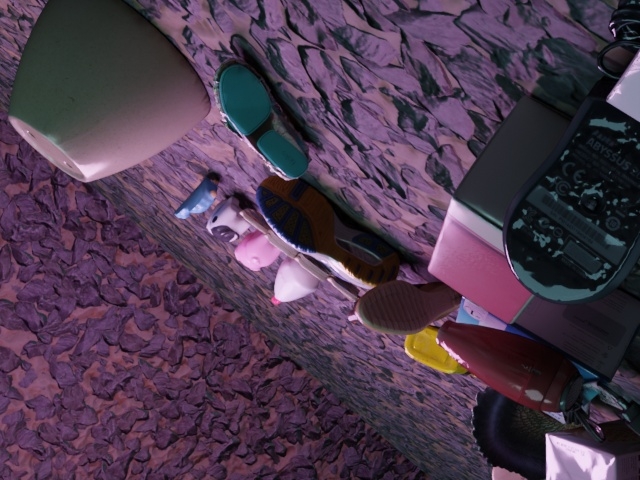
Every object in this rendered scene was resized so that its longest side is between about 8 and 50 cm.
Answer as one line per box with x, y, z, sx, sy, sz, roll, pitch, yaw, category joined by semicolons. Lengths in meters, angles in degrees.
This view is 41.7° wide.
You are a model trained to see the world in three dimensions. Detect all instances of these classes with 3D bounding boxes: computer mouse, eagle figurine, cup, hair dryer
0.264;-0.056;0.716;0.188;0.072;0.272;43;127;14;computer mouse
0.391;0.302;1.442;0.298;0.225;0.226;25;176;3;eagle figurine
-0.391;-0.241;1.448;0.331;0.237;0.331;33;164;11;cup
0.278;0.195;1.090;0.293;0.080;0.223;34;164;-3;hair dryer

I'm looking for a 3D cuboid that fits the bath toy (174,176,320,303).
-0.156;0.013;1.871;0.348;0.129;0.151;41;-162;-12;bath toy

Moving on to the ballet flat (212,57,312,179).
-0.098;-0.185;1.281;0.241;0.091;0.077;56;178;-40;ballet flat

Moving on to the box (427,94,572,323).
0.218;-0.025;0.931;0.127;0.149;0.232;33;163;12;box

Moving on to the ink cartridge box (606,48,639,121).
0.303;-0.116;0.532;0.176;0.128;0.127;35;164;9;ink cartridge box

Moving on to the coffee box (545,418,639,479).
0.470;0.323;1.226;0.246;0.098;0.141;-3;-177;-25;coffee box

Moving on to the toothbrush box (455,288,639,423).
0.314;0.133;1.218;0.216;0.126;0.295;32;165;15;toothbrush box

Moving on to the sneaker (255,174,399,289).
0.000;0.000;1.532;0.296;0.112;0.131;38;164;-2;sneaker

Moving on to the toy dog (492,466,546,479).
0.517;0.471;1.729;0.333;0.161;0.220;11;165;1;toy dog

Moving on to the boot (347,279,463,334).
0.110;0.125;1.436;0.207;0.248;0.090;-21;77;51;boot

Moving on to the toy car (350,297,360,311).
0.104;0.159;1.868;0.040;0.060;0.122;8;180;-18;toy car

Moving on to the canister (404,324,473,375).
0.243;0.201;1.533;0.126;0.073;0.170;21;-178;36;canister

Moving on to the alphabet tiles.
-0.033;0.022;1.656;0.278;0.021;0.284;37;-175;2;alphabet tiles
